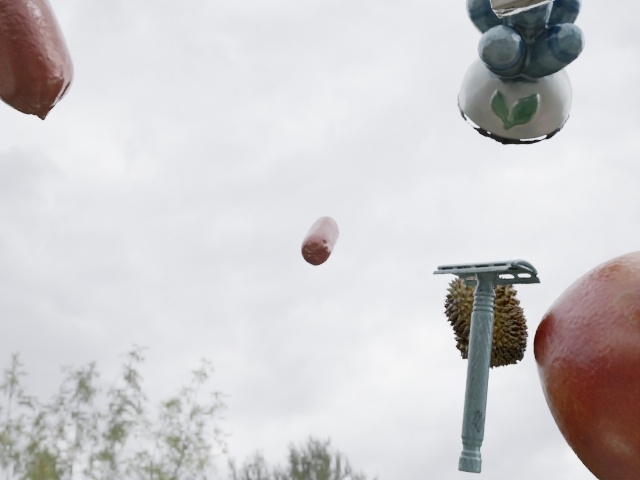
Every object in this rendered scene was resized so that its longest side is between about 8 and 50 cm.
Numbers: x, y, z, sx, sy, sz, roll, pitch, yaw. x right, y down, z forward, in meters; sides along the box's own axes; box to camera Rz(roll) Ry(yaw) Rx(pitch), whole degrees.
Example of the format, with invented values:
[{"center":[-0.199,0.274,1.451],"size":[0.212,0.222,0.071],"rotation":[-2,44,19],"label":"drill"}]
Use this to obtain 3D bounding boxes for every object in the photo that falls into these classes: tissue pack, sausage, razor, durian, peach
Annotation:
[{"center":[0.275,-0.337,1.197],"size":[0.083,0.042,0.062],"rotation":[-14,-7,21],"label":"tissue pack"},{"center":[-0.469,-0.313,1.367],"size":[0.148,0.255,0.148],"rotation":[-17,-2,-1],"label":"sausage"},{"center":[0.174,0.137,0.971],"size":[0.068,0.232,0.106],"rotation":[18,-16,-41],"label":"razor"},{"center":[0.270,0.128,1.420],"size":[0.137,0.168,0.158],"rotation":[-34,-11,32],"label":"durian"},{"center":[0.495,0.189,1.266],"size":[0.388,0.388,0.388],"rotation":[-4,-34,-3],"label":"peach"},{"center":[0.000,0.000,1.677],"size":[0.062,0.154,0.062],"rotation":[3,-70,9],"label":"sausage"}]

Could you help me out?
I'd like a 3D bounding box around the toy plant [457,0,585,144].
[{"center":[0.385,-0.370,1.669],"size":[0.247,0.247,0.332],"rotation":[-6,-37,-1],"label":"toy plant"}]
